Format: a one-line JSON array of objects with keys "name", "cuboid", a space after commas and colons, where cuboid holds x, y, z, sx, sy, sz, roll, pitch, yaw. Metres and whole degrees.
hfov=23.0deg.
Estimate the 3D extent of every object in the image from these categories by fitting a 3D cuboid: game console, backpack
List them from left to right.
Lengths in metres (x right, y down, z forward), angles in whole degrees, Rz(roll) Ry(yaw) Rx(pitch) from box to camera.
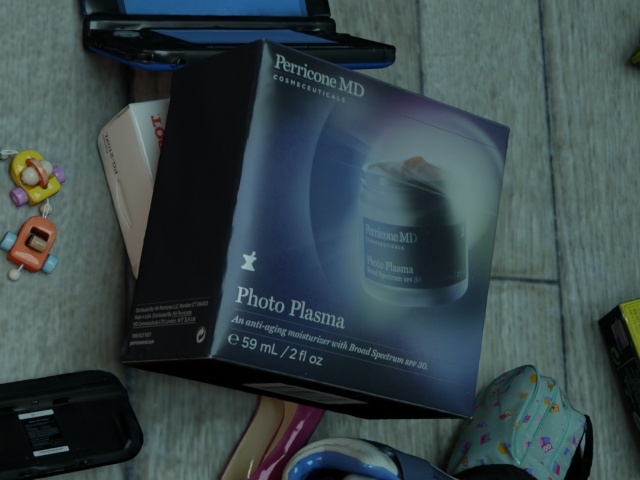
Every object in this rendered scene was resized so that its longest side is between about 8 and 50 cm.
[{"name": "game console", "cuboid": [-0.330, 0.197, 1.434, 0.361, 0.044, 0.213, -7, 59, -32]}, {"name": "game console", "cuboid": [-0.095, -0.276, 1.644, 0.293, 0.250, 0.173, -4, 105, -27]}, {"name": "backpack", "cuboid": [0.211, 0.223, 1.667, 0.115, 0.152, 0.182, 51, 47, -20]}]

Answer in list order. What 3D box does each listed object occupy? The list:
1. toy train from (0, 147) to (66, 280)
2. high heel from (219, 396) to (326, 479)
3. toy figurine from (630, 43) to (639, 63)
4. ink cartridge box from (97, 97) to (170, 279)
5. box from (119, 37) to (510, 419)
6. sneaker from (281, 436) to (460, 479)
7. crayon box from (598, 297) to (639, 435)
[{"name": "toy train", "cuboid": [-0.313, -0.045, 1.538, 0.166, 0.046, 0.125, 34, 64, -14]}, {"name": "high heel", "cuboid": [-0.059, 0.178, 1.582, 0.117, 0.082, 0.244, 8, 86, -35]}, {"name": "toy figurine", "cuboid": [0.574, -0.292, 1.968, 0.217, 0.191, 0.362, 45, 63, -14]}, {"name": "ink cartridge box", "cuboid": [-0.088, -0.064, 1.622, 0.237, 0.100, 0.172, -12, 81, -29]}, {"name": "box", "cuboid": [0.000, 0.000, 1.482, 0.296, 0.183, 0.294, 16, 76, -32]}, {"name": "sneaker", "cuboid": [0.112, 0.279, 1.471, 0.236, 0.323, 0.130, 19, 92, -57]}, {"name": "crayon box", "cuboid": [0.506, 0.137, 1.815, 0.319, 0.081, 0.202, -13, 74, -13]}]
